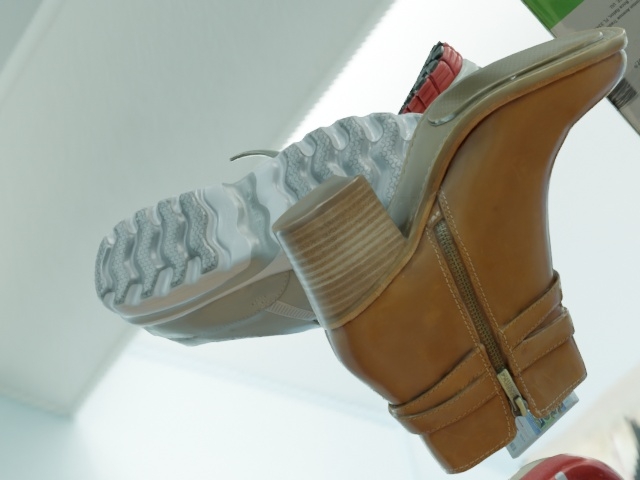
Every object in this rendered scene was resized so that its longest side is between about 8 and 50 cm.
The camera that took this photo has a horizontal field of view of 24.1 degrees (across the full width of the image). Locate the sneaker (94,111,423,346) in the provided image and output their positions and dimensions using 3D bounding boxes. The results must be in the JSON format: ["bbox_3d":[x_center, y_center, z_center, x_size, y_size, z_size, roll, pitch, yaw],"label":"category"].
[{"bbox_3d":[0.000,0.000,0.970,0.281,0.105,0.115,-13,-32,19],"label":"sneaker"}]

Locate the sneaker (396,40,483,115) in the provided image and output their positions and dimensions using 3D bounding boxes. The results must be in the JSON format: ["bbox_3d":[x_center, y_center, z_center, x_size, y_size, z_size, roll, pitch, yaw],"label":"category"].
[{"bbox_3d":[0.089,-0.052,1.147,0.092,0.088,0.225,27,-30,2],"label":"sneaker"}]

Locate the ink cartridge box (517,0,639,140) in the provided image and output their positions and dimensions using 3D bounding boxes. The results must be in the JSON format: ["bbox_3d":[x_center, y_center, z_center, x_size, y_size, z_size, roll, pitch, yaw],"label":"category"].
[{"bbox_3d":[0.338,-0.236,1.495,0.211,0.121,0.289,-41,-69,9],"label":"ink cartridge box"}]

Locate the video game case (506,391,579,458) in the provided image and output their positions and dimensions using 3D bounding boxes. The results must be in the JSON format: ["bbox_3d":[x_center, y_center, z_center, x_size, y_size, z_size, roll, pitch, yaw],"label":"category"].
[{"bbox_3d":[0.211,0.161,1.558,0.011,0.087,0.122,-13,-27,-37],"label":"video game case"}]

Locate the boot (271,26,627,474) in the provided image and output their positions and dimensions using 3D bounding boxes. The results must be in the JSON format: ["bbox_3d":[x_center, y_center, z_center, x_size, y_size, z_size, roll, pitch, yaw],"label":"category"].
[{"bbox_3d":[0.091,0.003,0.712,0.197,0.073,0.152,-35,-77,-2],"label":"boot"}]

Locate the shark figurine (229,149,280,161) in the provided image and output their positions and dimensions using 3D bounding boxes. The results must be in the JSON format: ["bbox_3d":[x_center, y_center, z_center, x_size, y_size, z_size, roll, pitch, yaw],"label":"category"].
[{"bbox_3d":[0.000,-0.003,1.447,0.166,0.116,0.278,-17,-24,-17],"label":"shark figurine"}]

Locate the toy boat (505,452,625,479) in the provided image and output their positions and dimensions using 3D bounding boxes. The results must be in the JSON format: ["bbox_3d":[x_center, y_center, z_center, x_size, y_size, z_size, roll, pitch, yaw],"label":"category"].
[{"bbox_3d":[0.216,0.279,1.287,0.151,0.231,0.151,1,-72,38],"label":"toy boat"}]
